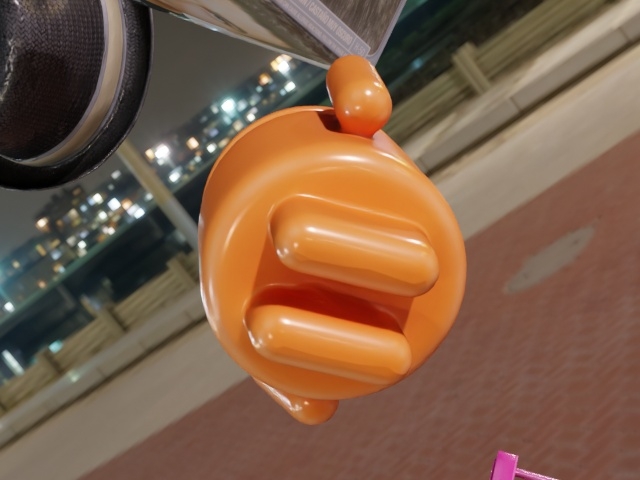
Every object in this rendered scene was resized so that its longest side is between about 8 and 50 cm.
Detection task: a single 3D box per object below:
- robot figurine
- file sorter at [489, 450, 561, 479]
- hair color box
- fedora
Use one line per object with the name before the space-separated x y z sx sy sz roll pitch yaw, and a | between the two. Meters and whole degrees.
robot figurine | -0.001 0.002 0.561 0.128 0.158 0.219 -24 17 1
file sorter | 0.194 0.361 0.886 0.290 0.182 0.202 -62 -18 -55
hair color box | -0.127 -0.254 0.852 0.185 0.375 0.113 27 -93 -58
fedora | -0.342 -0.221 1.188 0.334 0.334 0.152 -36 -10 15
